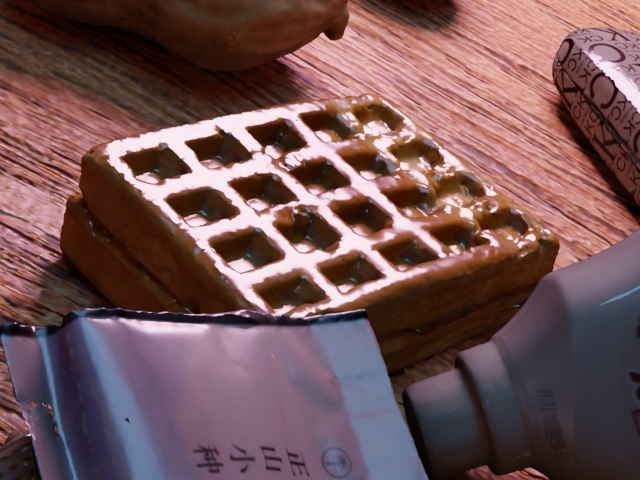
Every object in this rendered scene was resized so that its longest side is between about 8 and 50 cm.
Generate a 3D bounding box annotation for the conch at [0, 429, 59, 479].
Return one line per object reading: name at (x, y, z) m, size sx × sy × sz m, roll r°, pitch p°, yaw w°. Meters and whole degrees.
conch at (-0.163, 0.145, 1.053) m, size 0.076 × 0.056 × 0.085 m, roll -17°, pitch 48°, yaw -28°

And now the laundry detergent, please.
laundry detergent at (0.256, 0.086, 1.236) m, size 0.398 × 0.264 × 0.125 m, roll -18°, pitch 11°, yaw -6°

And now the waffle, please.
waffle at (0.000, 0.000, 1.321) m, size 0.327 × 0.098 × 0.224 m, roll -17°, pitch 52°, yaw -44°

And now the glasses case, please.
glasses case at (0.323, -0.073, 1.630) m, size 0.137 × 0.085 × 0.355 m, roll 2°, pitch 38°, yaw -31°

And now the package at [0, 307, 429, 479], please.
package at (-0.054, 0.133, 1.070) m, size 0.251 × 0.062 × 0.204 m, roll -1°, pitch 60°, yaw -32°

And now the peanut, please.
peanut at (-0.107, -0.217, 1.518) m, size 0.291 × 0.143 × 0.159 m, roll 10°, pitch 25°, yaw -15°
